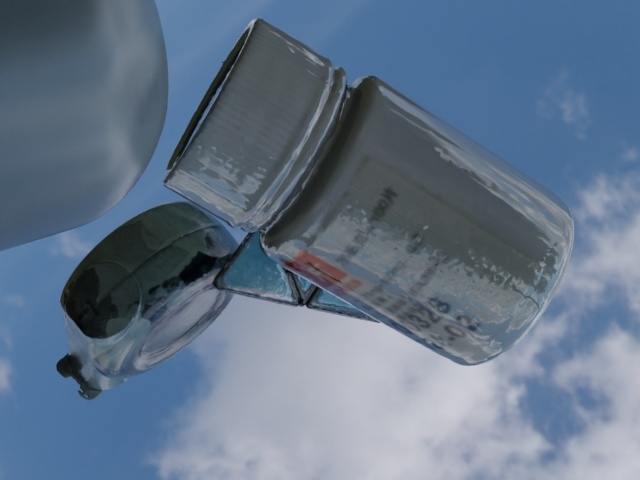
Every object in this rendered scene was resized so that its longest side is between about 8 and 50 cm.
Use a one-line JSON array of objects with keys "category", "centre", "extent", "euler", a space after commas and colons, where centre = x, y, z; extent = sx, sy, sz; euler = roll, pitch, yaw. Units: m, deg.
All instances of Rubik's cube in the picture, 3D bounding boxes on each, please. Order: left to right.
[{"category": "Rubik's cube", "centre": [0.002, 0.000, 1.062], "extent": [0.233, 0.228, 0.229], "euler": [-22, -134, 1]}]

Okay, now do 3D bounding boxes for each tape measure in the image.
[{"category": "tape measure", "centre": [-0.235, 0.069, 1.259], "extent": [0.275, 0.147, 0.256], "euler": [-37, 166, -28]}]

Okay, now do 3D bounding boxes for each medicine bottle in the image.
[{"category": "medicine bottle", "centre": [0.032, -0.031, 0.620], "extent": [0.144, 0.252, 0.144], "euler": [-51, -163, 23]}]

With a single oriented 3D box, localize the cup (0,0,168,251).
[{"category": "cup", "centre": [-0.243, -0.069, 0.447], "extent": [0.312, 0.206, 0.205], "euler": [-18, -158, -34]}]
